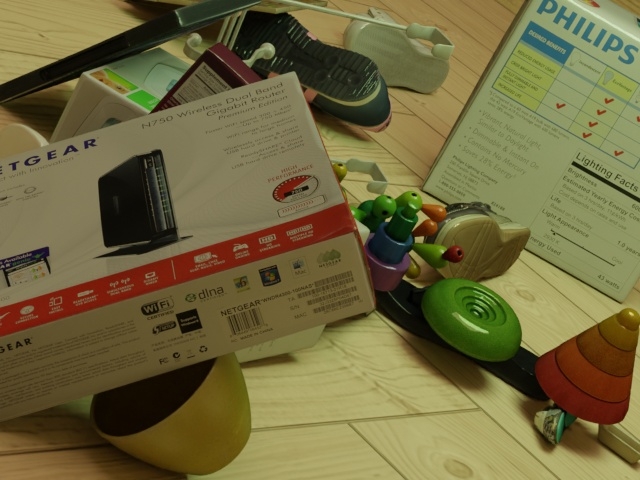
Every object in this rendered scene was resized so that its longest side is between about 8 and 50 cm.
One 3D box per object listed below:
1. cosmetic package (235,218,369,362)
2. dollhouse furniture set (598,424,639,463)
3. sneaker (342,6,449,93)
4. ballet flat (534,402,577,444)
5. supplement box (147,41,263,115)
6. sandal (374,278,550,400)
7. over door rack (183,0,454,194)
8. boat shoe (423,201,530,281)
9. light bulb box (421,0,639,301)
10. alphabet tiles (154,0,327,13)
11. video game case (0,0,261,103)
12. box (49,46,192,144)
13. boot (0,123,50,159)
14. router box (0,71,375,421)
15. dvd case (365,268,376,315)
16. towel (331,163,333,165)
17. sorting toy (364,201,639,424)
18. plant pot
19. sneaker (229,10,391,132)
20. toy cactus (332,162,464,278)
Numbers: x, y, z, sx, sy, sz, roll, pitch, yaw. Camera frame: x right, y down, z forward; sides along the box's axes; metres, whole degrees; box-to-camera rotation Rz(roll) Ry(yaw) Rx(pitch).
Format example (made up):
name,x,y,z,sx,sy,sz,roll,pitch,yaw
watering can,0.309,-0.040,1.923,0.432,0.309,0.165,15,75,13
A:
name,x,y,z,sx,sy,sz,roll,pitch,yaw
cosmetic package,-0.082,0.018,1.656,0.151,0.151,0.183,40,27,28
dollhouse furniture set,0.375,0.228,1.899,0.114,0.081,0.091,36,20,19
sneaker,0.090,-0.352,2.930,0.169,0.108,0.292,40,12,32
ballet flat,0.265,0.205,1.882,0.041,0.041,0.114,34,20,12
supplement box,-0.143,-0.109,1.717,0.081,0.188,0.104,42,10,-4
sandal,0.181,0.102,1.982,0.254,0.054,0.097,29,19,-3
over door rack,-0.025,-0.216,2.159,0.324,0.239,0.108,15,30,-16
boat shoe,0.192,-0.005,2.208,0.092,0.103,0.285,32,15,23
light bulb box,0.399,-0.166,2.494,0.358,0.361,0.225,30,20,0
alphabet tiles,-0.159,-0.388,2.627,0.285,0.011,0.342,10,14,18
video game case,-0.227,-0.231,1.949,0.196,0.274,0.026,-32,102,-60
box,-0.158,-0.102,1.916,0.231,0.127,0.262,30,18,7
boot,-0.264,-0.047,1.731,0.190,0.069,0.086,50,19,27
router box,-0.147,-0.003,1.426,0.335,0.082,0.301,-17,32,-2
dvd case,0.000,0.000,1.835,0.164,0.018,0.221,48,-6,12
towel,-0.031,-0.088,2.217,0.113,0.023,0.152,22,23,-13
sorting toy,0.218,0.065,1.880,0.365,0.126,0.127,30,31,1
plant pot,-0.113,0.143,1.392,0.095,0.134,0.134,52,6,-31
sneaker,-0.017,-0.256,2.572,0.319,0.112,0.131,36,-13,37
toy cactus,0.055,-0.016,2.016,0.219,0.112,0.180,20,-12,-14
